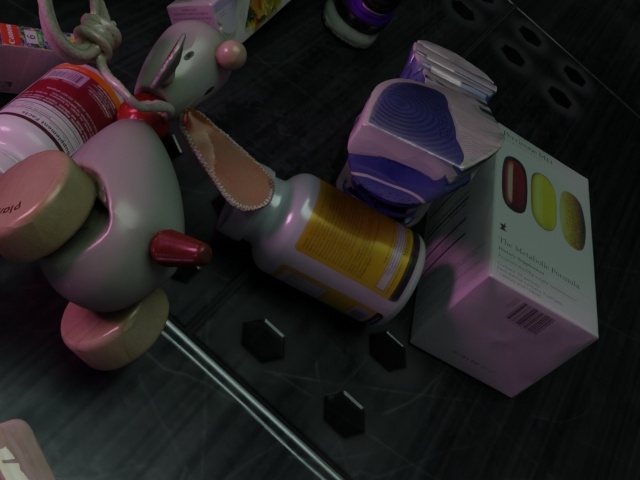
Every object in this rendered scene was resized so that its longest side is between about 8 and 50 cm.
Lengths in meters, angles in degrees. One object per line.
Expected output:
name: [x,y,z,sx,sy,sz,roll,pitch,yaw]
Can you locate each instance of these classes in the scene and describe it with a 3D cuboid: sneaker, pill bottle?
sneaker: [0.091,-0.076,0.891,0.127,0.182,0.315,28,28,2]
pill bottle: [-0.235,-0.081,0.738,0.086,0.086,0.152,37,42,-6]
sneaker: [0.083,-0.400,1.202,0.102,0.146,0.293,21,46,-21]
pill bottle: [0.000,0.000,0.832,0.184,0.103,0.103,29,43,-15]

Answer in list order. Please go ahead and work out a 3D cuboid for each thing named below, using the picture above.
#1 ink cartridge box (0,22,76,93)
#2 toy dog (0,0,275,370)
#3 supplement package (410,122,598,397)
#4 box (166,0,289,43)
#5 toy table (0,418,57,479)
ink cartridge box: [-0.277,-0.163,0.793,0.115,0.063,0.029,0,57,-37]
toy dog: [-0.120,-0.067,0.687,0.220,0.161,0.334,40,52,-55]
supplement package: [0.198,0.016,0.945,0.139,0.134,0.244,29,43,-15]
box: [-0.062,-0.317,1.040,0.067,0.063,0.324,6,40,28]
toy table: [-0.137,0.238,0.487,0.252,0.161,0.274,48,43,8]
